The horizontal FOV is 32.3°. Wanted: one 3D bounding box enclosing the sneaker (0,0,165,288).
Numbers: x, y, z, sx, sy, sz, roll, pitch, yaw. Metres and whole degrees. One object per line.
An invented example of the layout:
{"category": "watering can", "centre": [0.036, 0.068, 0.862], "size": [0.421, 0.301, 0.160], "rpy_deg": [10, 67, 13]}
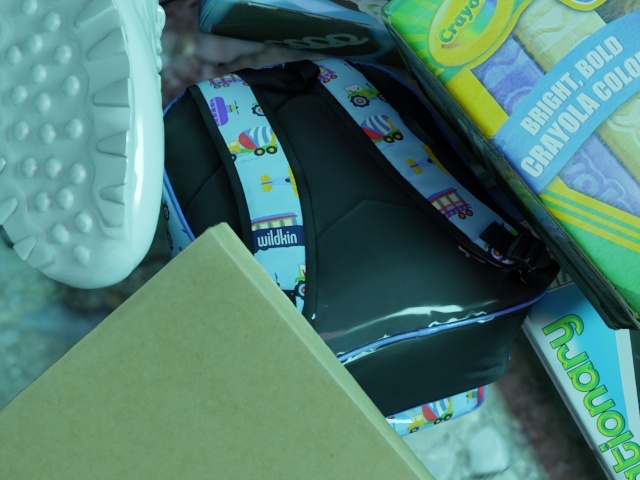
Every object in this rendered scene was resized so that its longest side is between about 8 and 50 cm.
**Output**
{"category": "sneaker", "centre": [-0.103, -0.088, 0.496], "size": [0.090, 0.095, 0.235], "rpy_deg": [-21, 70, 21]}

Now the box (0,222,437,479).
{"category": "box", "centre": [-0.031, 0.121, 0.390], "size": [0.164, 0.021, 0.201], "rpy_deg": [-41, 89, 11]}

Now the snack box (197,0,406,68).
{"category": "snack box", "centre": [0.102, -0.182, 0.614], "size": [0.322, 0.060, 0.187], "rpy_deg": [7, 80, -16]}

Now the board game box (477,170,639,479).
{"category": "board game box", "centre": [0.224, 0.060, 0.573], "size": [0.193, 0.053, 0.305], "rpy_deg": [-29, 90, 7]}

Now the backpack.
{"category": "backpack", "centre": [0.000, 0.000, 0.522], "size": [0.158, 0.117, 0.173], "rpy_deg": [-16, 56, -20]}

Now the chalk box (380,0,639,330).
{"category": "chalk box", "centre": [0.119, -0.082, 0.487], "size": [0.132, 0.132, 0.213], "rpy_deg": [-38, 80, 6]}
